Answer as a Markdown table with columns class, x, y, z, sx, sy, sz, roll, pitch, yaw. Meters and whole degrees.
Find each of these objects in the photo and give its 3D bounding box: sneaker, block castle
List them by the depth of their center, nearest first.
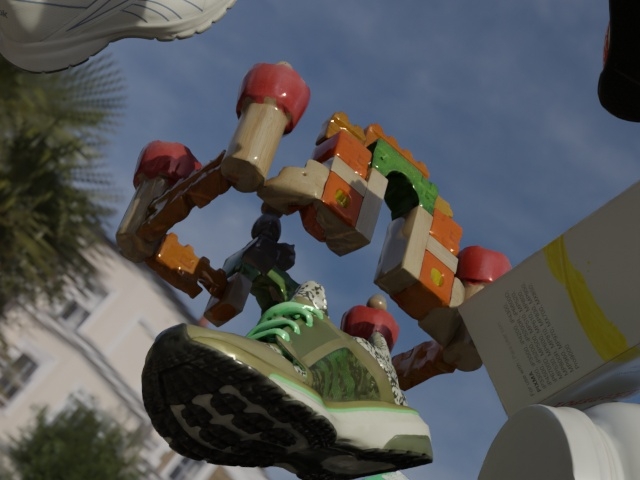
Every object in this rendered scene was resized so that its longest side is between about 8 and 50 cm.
| class | x | y | z | sx | sy | sz | roll | pitch | yaw |
| --- | --- | --- | --- | --- | --- | --- | --- | --- | --- |
| sneaker | 0.316 | -0.246 | 1.095 | 0.090 | 0.145 | 0.270 | 16 | -34 | 12 |
| sneaker | -0.036 | 0.122 | 1.170 | 0.158 | 0.182 | 0.410 | -20 | -28 | 23 |
| sneaker | -0.207 | -0.277 | 1.282 | 0.111 | 0.297 | 0.129 | 55 | -20 | 34 |
| block castle | 0.000 | 0.000 | 1.525 | 0.453 | 0.213 | 0.303 | 39 | -46 | -22 |

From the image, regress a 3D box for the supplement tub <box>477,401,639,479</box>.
| class | x | y | z | sx | sy | sz | roll | pitch | yaw |
| --- | --- | --- | --- | --- | --- | --- | --- | --- | --- |
| supplement tub | 0.301 | 0.261 | 0.988 | 0.316 | 0.228 | 0.228 | 14 | -25 | -13 |

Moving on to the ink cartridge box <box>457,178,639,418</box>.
| class | x | y | z | sx | sy | sz | roll | pitch | yaw |
| --- | --- | --- | --- | --- | --- | --- | --- | --- | --- |
| ink cartridge box | 0.391 | 0.047 | 1.364 | 0.384 | 0.279 | 0.160 | -40 | -116 | 35 |

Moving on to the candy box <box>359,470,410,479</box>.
| class | x | y | z | sx | sy | sz | roll | pitch | yaw |
| --- | --- | --- | --- | --- | --- | --- | --- | --- | --- |
| candy box | 0.152 | 0.495 | 1.776 | 0.317 | 0.122 | 0.268 | 41 | 12 | 21 |
